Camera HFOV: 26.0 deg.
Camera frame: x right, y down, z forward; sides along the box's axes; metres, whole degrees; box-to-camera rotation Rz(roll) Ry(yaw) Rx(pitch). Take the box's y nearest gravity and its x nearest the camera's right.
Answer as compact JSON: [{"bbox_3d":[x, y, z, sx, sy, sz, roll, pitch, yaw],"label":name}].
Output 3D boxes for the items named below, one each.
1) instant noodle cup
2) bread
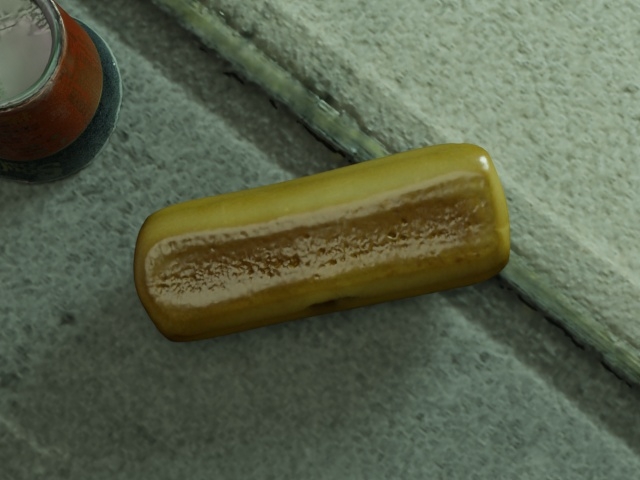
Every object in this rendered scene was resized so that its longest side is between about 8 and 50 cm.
[{"bbox_3d":[-0.195,-0.108,0.877,0.127,0.135,0.127,0,82,-1],"label":"instant noodle cup"},{"bbox_3d":[0.000,0.000,0.894,0.239,0.074,0.092,-11,99,0],"label":"bread"}]
